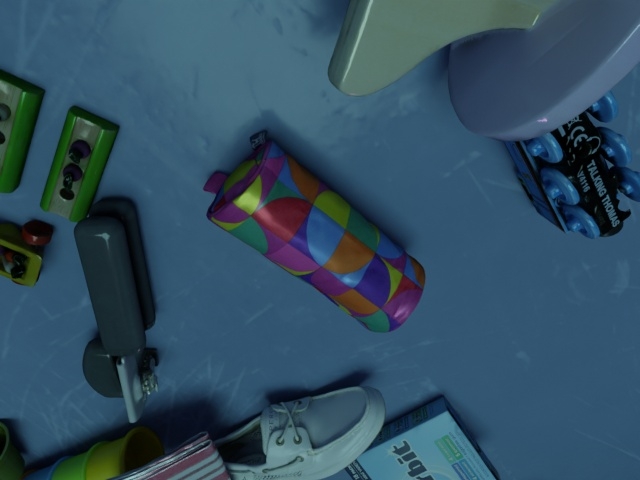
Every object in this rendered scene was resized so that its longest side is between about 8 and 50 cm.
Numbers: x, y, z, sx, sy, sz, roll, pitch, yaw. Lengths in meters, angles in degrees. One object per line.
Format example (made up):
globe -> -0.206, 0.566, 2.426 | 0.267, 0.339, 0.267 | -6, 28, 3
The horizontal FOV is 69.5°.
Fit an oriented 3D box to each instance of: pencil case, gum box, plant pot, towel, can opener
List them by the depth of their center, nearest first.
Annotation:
pencil case -> 0.000, 0.000, 0.464 | 0.236, 0.104, 0.104 | 38, 111, -23
can opener -> -0.228, 0.091, 0.507 | 0.093, 0.074, 0.281 | 4, 121, -7
towel -> -0.181, 0.350, 0.602 | 0.144, 0.029, 0.197 | -22, 118, -15
plant pot -> -0.443, 0.299, 0.619 | 0.083, 0.083, 0.079 | -6, 134, -2
gum box -> 0.150, 0.343, 0.694 | 0.184, 0.041, 0.157 | -34, 99, 14

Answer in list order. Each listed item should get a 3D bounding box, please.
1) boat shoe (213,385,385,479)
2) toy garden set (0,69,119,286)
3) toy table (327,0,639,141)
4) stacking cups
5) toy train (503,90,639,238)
boat shoe -> -0.045, 0.265, 0.621 | 0.277, 0.098, 0.096 | -33, 120, 16
toy garden set -> -0.339, -0.065, 0.412 | 0.244, 0.049, 0.204 | 24, 116, -19
toy table -> 0.116, -0.205, 0.280 | 0.160, 0.252, 0.275 | 4, 112, -28
stacking cups -> -0.378, 0.358, 0.645 | 0.316, 0.096, 0.096 | -22, 121, 8
toy train -> 0.224, -0.079, 0.429 | 0.080, 0.105, 0.184 | -39, 118, 7
